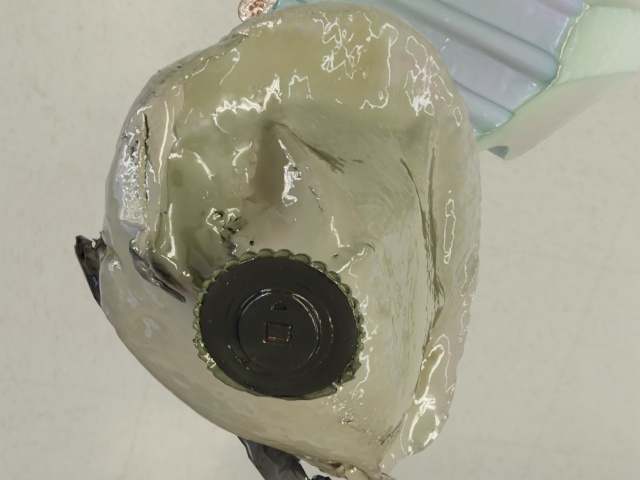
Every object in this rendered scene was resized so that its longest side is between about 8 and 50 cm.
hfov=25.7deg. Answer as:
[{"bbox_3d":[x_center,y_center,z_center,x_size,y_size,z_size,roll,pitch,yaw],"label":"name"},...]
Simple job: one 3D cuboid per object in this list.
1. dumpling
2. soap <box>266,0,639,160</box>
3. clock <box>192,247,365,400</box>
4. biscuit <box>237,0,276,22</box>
[{"bbox_3d":[-0.016,0.007,0.727,0.163,0.204,0.293,-9,139,30],"label":"dumpling"},{"bbox_3d":[0.111,-0.202,1.208,0.115,0.347,0.208,2,114,-43],"label":"soap"},{"bbox_3d":[-0.018,0.036,0.593,0.074,0.010,0.083,8,128,4],"label":"clock"},{"bbox_3d":[-0.040,-0.150,1.465,0.036,0.165,0.250,29,69,-59],"label":"biscuit"}]
